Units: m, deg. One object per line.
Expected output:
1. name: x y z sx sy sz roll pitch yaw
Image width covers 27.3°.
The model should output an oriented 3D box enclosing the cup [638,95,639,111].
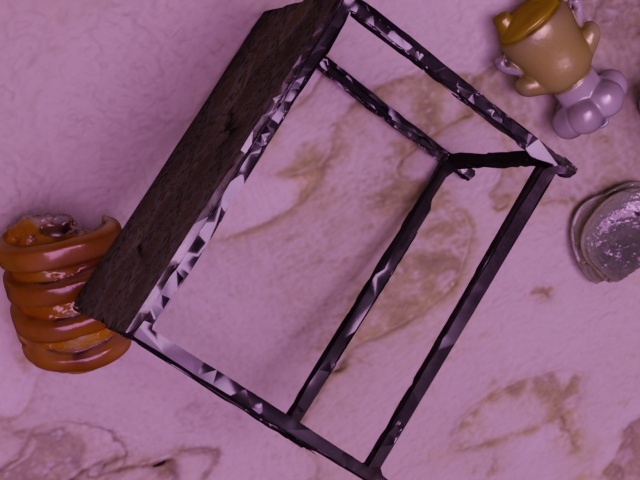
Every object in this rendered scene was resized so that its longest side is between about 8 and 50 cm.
1. cup: 0.405 -0.151 1.312 0.142 0.134 0.173 -39 116 0

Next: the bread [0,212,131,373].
1. bread: -0.239 0.048 1.258 0.119 0.084 0.177 -11 112 -9

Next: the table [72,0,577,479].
1. table: 0.000 0.000 1.180 0.272 0.222 0.335 35 81 -19

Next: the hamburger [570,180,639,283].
1. hamburger: 0.313 -0.014 1.379 0.121 0.054 0.084 -40 112 9

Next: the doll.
1. doll: 0.239 -0.173 1.308 0.106 0.062 0.162 -38 110 5
